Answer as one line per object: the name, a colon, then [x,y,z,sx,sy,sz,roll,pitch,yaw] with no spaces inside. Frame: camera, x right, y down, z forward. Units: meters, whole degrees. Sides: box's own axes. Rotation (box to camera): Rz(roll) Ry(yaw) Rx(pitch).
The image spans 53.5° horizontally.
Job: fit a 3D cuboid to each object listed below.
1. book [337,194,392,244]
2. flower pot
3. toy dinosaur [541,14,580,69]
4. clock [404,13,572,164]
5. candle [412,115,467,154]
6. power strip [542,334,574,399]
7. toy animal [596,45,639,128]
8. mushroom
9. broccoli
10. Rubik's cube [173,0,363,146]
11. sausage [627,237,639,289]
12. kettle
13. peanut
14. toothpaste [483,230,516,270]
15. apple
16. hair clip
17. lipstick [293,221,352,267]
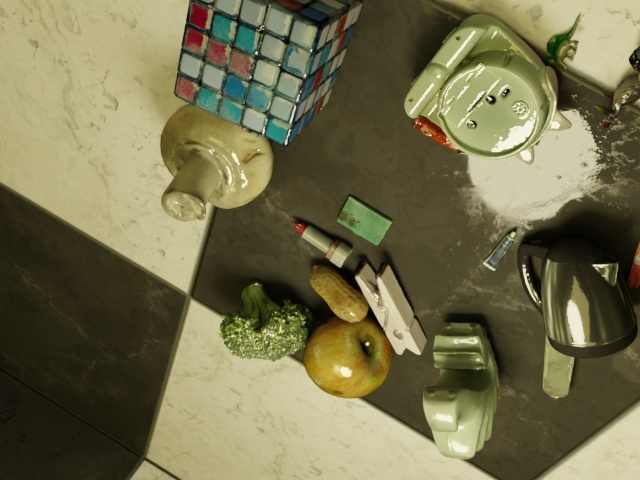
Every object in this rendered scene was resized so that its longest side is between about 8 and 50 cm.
book: [0.119,-0.052,1.753,0.135,0.017,0.103,32,133,4]
flower pot: [0.380,0.409,1.725,0.164,0.367,0.254,-5,123,27]
toy dinosaur: [0.489,-0.397,1.283,0.060,0.029,0.120,29,134,22]
clock: [0.367,-0.297,1.361,0.324,0.108,0.265,37,135,0]
candle: [0.288,-0.242,1.494,0.162,0.053,0.048,32,139,0]
power strip: [0.653,0.327,1.732,0.080,0.048,0.286,9,128,25]
toy animal: [0.621,-0.303,1.256,0.105,0.070,0.202,19,130,-10]
mushroom: [-0.294,-0.196,1.656,0.314,0.336,0.314,10,132,11]
broccoli: [-0.175,0.274,2.005,0.288,0.235,0.260,24,-179,-45]
Rubik's cube: [-0.112,-0.426,1.390,0.292,0.293,0.287,27,127,7]
sausage: [0.743,0.017,1.455,0.034,0.034,0.253,13,129,20]
kettle: [0.613,0.103,1.512,0.207,0.251,0.271,-18,110,4]
peanut: [0.049,0.155,1.867,0.226,0.095,0.108,44,158,24]
toothpaste: [0.462,0.024,1.623,0.037,0.021,0.140,34,135,11]
apple: [0.076,0.352,1.930,0.264,0.264,0.264,15,130,18]
hair clip: [0.210,0.198,1.851,0.101,0.085,0.331,-9,125,36]
lipstick: [0.001,-0.001,1.836,0.186,0.057,0.063,35,134,8]
